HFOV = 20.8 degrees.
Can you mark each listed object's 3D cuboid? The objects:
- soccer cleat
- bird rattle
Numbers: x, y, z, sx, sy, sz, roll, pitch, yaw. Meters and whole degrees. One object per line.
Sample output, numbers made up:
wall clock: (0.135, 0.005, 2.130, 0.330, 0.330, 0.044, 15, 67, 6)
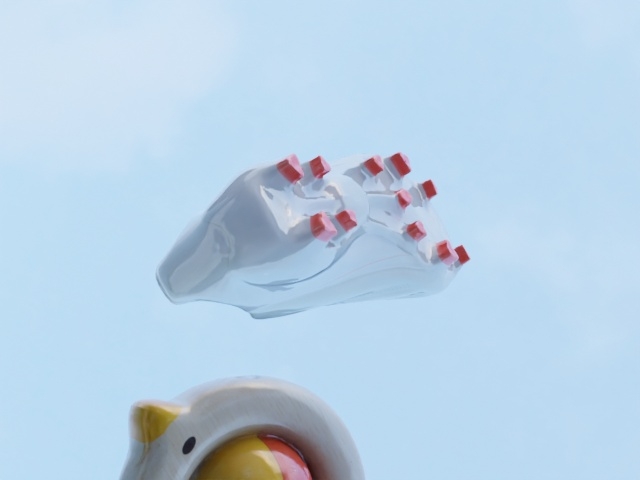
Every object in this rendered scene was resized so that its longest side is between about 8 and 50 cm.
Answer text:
soccer cleat: (0.000, 0.000, 0.754, 0.076, 0.196, 0.068, -32, -106, 22)
bird rattle: (-0.034, 0.182, 1.001, 0.143, 0.253, 0.207, 13, -80, 63)
